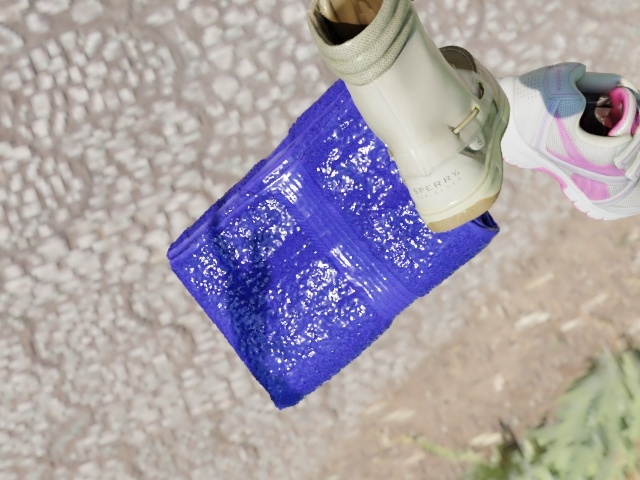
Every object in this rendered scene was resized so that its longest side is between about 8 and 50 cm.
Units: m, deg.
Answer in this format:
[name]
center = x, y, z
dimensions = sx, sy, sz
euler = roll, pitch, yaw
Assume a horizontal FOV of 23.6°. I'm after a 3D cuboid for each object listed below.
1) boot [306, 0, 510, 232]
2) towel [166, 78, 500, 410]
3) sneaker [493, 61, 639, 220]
[boot]
center = 0.060, -0.122, 1.050
dimensions = 0.077, 0.213, 0.165
euler = -26, 117, 19
[towel]
center = 0.000, 0.000, 1.555
dimensions = 0.308, 0.227, 0.076
euler = -43, 166, 21
[sneaker]
center = 0.269, -0.094, 1.453
dimensions = 0.252, 0.102, 0.111
euler = 20, 154, -39
